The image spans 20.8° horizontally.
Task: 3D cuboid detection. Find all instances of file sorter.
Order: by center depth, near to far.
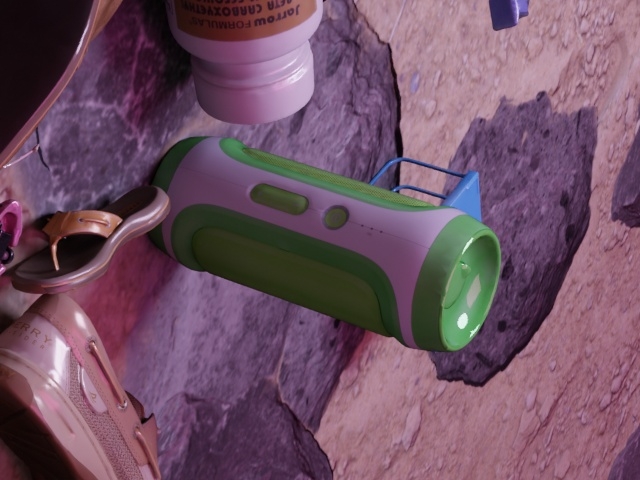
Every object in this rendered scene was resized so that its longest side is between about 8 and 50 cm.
[{"bbox_3d":[0.106,0.011,1.908,0.118,0.104,0.170,-49,145,-36],"label":"file sorter"}]

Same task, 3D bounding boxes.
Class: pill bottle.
[{"bbox_3d":[-0.065,-0.216,1.424,0.131,0.131,0.229,-46,144,-40],"label":"pill bottle"}]

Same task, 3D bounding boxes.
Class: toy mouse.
[{"bbox_3d":[-0.260,-0.022,1.292,0.143,0.031,0.161,-59,150,-23],"label":"toy mouse"}]

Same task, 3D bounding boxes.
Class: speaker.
[{"bbox_3d":[0.000,0.000,1.495,0.131,0.296,0.131,-40,139,-46],"label":"speaker"}]

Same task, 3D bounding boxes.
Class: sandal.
[{"bbox_3d":[-0.188,-0.009,1.400,0.180,0.072,0.049,-42,125,-46],"label":"sandal"}]

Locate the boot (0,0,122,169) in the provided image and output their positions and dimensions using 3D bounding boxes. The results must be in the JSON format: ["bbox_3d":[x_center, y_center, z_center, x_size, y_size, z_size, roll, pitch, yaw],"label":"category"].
[{"bbox_3d":[-0.198,-0.149,1.261,0.305,0.112,0.115,-64,162,-19],"label":"boot"}]

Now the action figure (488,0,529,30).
[{"bbox_3d":[0.122,-0.347,1.654,0.330,0.178,0.341,6,76,-57],"label":"action figure"}]

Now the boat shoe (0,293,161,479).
[{"bbox_3d":[-0.180,0.179,1.467,0.110,0.121,0.341,-55,147,-28],"label":"boat shoe"}]
